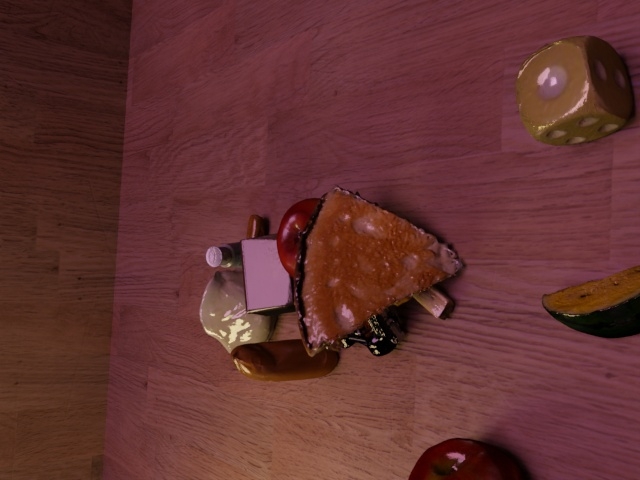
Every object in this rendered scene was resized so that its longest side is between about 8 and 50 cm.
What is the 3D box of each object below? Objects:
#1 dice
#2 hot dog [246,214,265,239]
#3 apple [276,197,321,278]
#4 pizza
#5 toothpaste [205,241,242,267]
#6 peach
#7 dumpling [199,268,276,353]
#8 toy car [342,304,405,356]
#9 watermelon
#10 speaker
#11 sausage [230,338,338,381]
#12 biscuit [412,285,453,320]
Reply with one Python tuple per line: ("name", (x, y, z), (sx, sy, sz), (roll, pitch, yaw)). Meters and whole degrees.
("dice", (0.505, -0.295, 1.338), (0.166, 0.169, 0.169), (-19, 71, 49))
("hot dog", (-0.234, 0.053, 2.328), (0.088, 0.061, 0.286), (24, 106, 53))
("apple", (0.000, 0.000, 1.913), (0.260, 0.216, 0.260), (-14, 71, 47))
("pizza", (0.078, 0.038, 1.702), (0.392, 0.435, 0.080), (58, 173, 26))
("toothpaste", (-0.253, 0.045, 2.175), (0.073, 0.299, 0.114), (13, 98, 28))
("peach", (0.331, 0.612, 1.471), (0.281, 0.281, 0.338), (1, 121, 52))
("dumpling", (-0.273, 0.244, 2.209), (0.187, 0.243, 0.318), (-7, 86, 57))
("toy car", (0.086, 0.202, 1.823), (0.118, 0.193, 0.301), (-46, 26, -25))
("watermelon", (0.560, 0.114, 1.291), (0.301, 0.123, 0.129), (-28, 43, 45))
("speaker", (-0.140, 0.108, 2.080), (0.192, 0.153, 0.231), (-11, 77, 17))
("sausage", (-0.112, 0.341, 1.902), (0.134, 0.354, 0.116), (43, 118, 44))
("biscuit", (0.262, 0.127, 1.697), (0.056, 0.052, 0.188), (-55, 45, 10))
